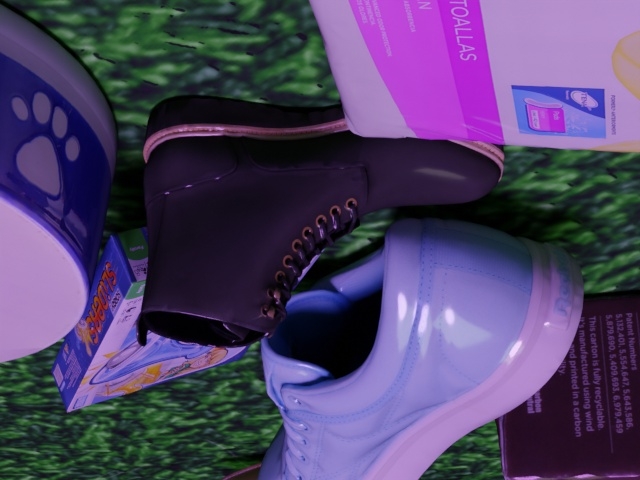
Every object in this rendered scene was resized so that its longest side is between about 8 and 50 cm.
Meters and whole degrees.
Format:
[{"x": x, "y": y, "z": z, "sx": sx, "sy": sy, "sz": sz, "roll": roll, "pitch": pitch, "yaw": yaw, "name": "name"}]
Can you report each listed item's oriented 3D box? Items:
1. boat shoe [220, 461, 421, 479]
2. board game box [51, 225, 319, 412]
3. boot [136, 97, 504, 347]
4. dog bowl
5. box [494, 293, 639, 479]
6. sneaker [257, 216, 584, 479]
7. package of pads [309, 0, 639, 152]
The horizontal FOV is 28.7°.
[{"x": -0.008, "y": 0.208, "z": 1.114, "sx": 0.190, "sy": 0.068, "sz": 0.072, "roll": -11, "pitch": 136, "yaw": 5, "name": "boat shoe"}, {"x": -0.086, "y": 0.041, "z": 0.794, "sx": 0.136, "sy": 0.035, "sz": 0.201, "roll": -15, "pitch": 159, "yaw": -28, "name": "board game box"}, {"x": 0.000, "y": 0.000, "z": 0.671, "sx": 0.198, "sy": 0.137, "sz": 0.077, "roll": 0, "pitch": 150, "yaw": 4, "name": "boot"}, {"x": -0.249, "y": -0.029, "z": 0.677, "sx": 0.265, "sy": 0.104, "sz": 0.265, "roll": 2, "pitch": 149, "yaw": 1, "name": "dog bowl"}, {"x": 0.322, "y": 0.129, "z": 0.865, "sx": 0.381, "sy": 0.143, "sz": 0.191, "roll": -7, "pitch": 148, "yaw": 13, "name": "box"}, {"x": 0.015, "y": 0.089, "z": 0.849, "sx": 0.150, "sy": 0.135, "sz": 0.366, "roll": 22, "pitch": 137, "yaw": -17, "name": "sneaker"}, {"x": 0.135, "y": -0.122, "z": 0.448, "sx": 0.297, "sy": 0.101, "sz": 0.229, "roll": 4, "pitch": 155, "yaw": 15, "name": "package of pads"}]
